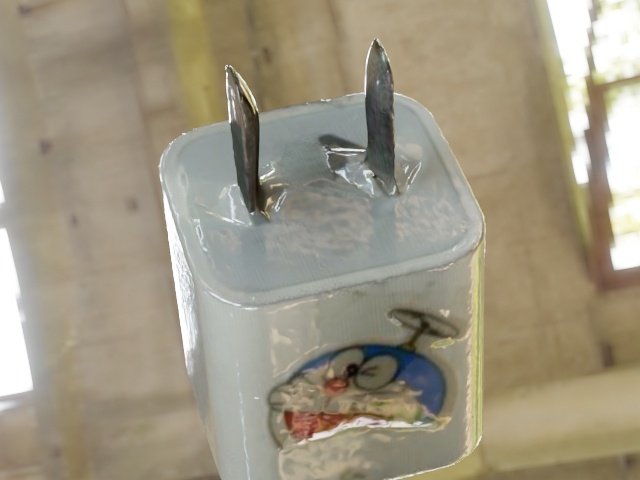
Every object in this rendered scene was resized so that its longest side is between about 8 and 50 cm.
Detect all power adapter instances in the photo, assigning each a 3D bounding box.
[{"bbox_3d":[0.000,0.000,0.880,0.125,0.130,0.205,-111,12,-46],"label":"power adapter"}]
